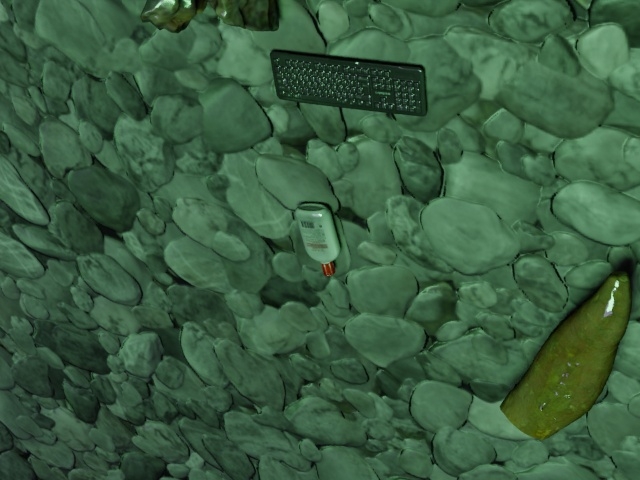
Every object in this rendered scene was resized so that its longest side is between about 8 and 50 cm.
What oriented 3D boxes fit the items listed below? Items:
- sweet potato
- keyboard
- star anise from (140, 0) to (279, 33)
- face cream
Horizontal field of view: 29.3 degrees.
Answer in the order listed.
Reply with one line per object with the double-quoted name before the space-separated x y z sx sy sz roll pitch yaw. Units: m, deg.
"sweet potato" 0.247 0.115 1.166 0.077 0.077 0.243 32 134 4
"keyboard" 0.025 -0.145 1.127 0.155 0.010 0.053 9 129 25
"star anise" -0.104 -0.270 1.035 0.223 0.109 0.236 5 126 23
"face cream" 0.000 0.000 1.256 0.040 0.021 0.083 5 128 28
